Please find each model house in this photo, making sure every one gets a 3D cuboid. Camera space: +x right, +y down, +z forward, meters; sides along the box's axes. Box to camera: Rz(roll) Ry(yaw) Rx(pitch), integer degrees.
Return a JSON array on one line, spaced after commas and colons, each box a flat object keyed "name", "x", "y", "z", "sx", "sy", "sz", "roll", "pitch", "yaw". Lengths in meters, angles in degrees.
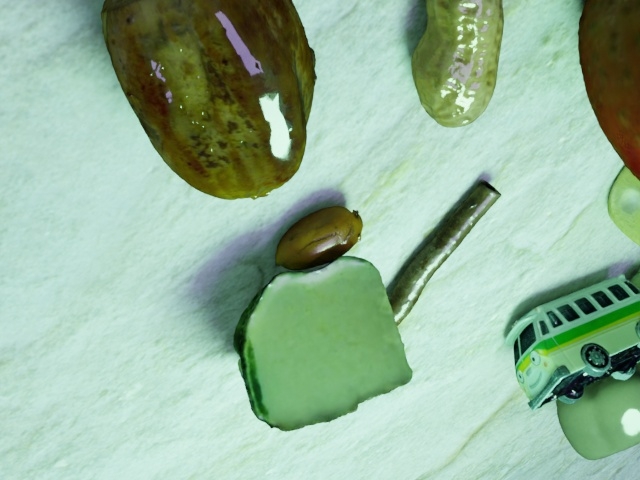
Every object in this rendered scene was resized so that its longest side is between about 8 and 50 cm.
[{"name": "model house", "x": -0.023, "y": 0.134, "z": 1.327, "sx": 0.214, "sy": 0.195, "sz": 0.189, "roll": -22, "pitch": 180, "yaw": -15}]

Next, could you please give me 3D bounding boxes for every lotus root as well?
[{"name": "lotus root", "x": -0.094, "y": -0.161, "z": 0.987, "sx": 0.193, "sy": 0.193, "sz": 0.291, "roll": -33, "pitch": 138, "yaw": -10}]

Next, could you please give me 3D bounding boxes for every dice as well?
[{"name": "dice", "x": 0.588, "y": -0.058, "z": 1.633, "sx": 0.169, "sy": 0.169, "sz": 0.166, "roll": 9, "pitch": 121, "yaw": -44}]

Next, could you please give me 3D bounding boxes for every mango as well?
[{"name": "mango", "x": 0.000, "y": 0.000, "z": 1.290, "sx": 0.127, "sy": 0.063, "sz": 0.077, "roll": -26, "pitch": 148, "yaw": -15}]

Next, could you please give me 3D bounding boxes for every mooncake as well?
[{"name": "mooncake", "x": 0.574, "y": 0.295, "z": 1.917, "sx": 0.275, "sy": 0.135, "sz": 0.275, "roll": -32, "pitch": -179, "yaw": 1}]

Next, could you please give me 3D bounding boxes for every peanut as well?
[{"name": "peanut", "x": 0.160, "y": -0.228, "z": 1.178, "sx": 0.108, "sy": 0.095, "sz": 0.226, "roll": -24, "pitch": 138, "yaw": -26}]

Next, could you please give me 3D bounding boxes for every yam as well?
[{"name": "yam", "x": 0.148, "y": 0.049, "z": 1.475, "sx": 0.327, "sy": 0.045, "sz": 0.045, "roll": -51, "pitch": 163, "yaw": 12}]

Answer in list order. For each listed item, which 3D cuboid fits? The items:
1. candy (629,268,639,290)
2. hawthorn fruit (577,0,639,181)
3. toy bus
[{"name": "candy", "x": 0.710, "y": 0.036, "z": 1.913, "sx": 0.335, "sy": 0.092, "sz": 0.093, "roll": -28, "pitch": 128, "yaw": -28}, {"name": "hawthorn fruit", "x": 0.506, "y": -0.206, "z": 1.232, "sx": 0.402, "sy": 0.403, "sz": 0.403, "roll": -22, "pitch": 138, "yaw": -22}, {"name": "toy bus", "x": 0.457, "y": 0.173, "z": 1.751, "sx": 0.276, "sy": 0.165, "sz": 0.134, "roll": -16, "pitch": 150, "yaw": -27}]
